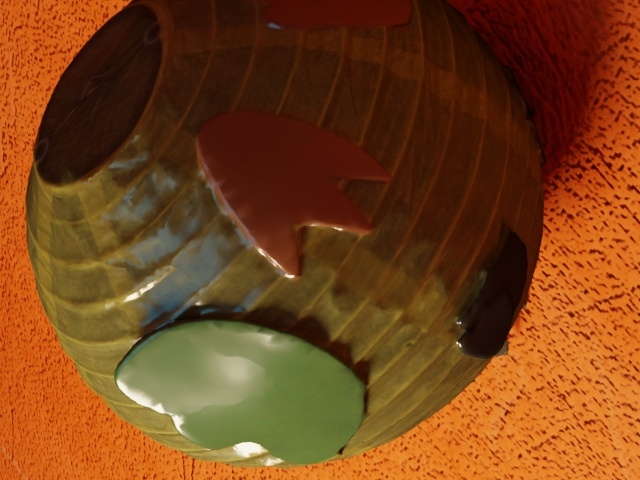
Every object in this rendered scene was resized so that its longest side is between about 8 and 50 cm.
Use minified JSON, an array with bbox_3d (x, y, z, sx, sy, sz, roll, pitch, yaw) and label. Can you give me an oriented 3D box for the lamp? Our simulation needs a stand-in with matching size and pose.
[{"bbox_3d":[0.000,0.000,0.928,0.284,0.250,0.250,35,169,-33],"label":"lamp"}]
